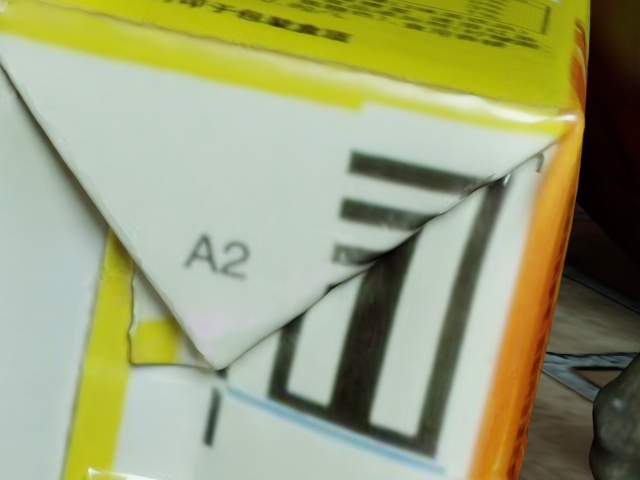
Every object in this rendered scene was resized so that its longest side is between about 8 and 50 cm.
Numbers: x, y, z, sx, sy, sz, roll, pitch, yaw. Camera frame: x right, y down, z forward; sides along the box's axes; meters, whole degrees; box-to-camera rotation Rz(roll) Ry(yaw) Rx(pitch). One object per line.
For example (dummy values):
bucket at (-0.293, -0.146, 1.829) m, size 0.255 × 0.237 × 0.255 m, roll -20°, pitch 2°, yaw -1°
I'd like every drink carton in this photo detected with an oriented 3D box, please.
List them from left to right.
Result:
drink carton at (0.000, 0.000, 0.498) m, size 0.111 × 0.154 × 0.351 m, roll 13°, pitch 14°, yaw 4°

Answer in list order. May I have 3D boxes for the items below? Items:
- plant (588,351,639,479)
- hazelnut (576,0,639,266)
plant at (0.147, 0.052, 0.470) m, size 0.129 × 0.132 × 0.194 m, roll 24°, pitch 23°, yaw 30°
hazelnut at (0.254, -0.109, 0.756) m, size 0.402 × 0.402 × 0.429 m, roll -3°, pitch 16°, yaw -45°
